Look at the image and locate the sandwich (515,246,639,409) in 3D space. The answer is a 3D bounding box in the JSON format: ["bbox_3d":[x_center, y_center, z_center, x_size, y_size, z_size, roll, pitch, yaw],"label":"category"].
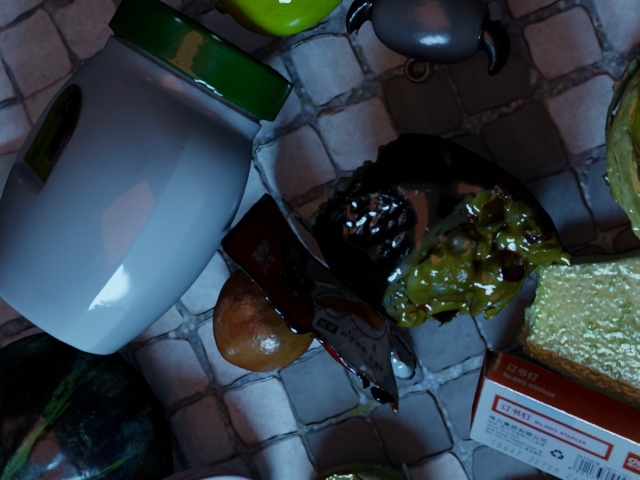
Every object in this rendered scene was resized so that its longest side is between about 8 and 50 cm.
[{"bbox_3d":[0.287,0.110,1.610,0.162,0.058,0.193,-5,99,21],"label":"sandwich"}]

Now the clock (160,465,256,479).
[{"bbox_3d":[-0.159,0.361,1.714,0.056,0.244,0.244,46,113,39],"label":"clock"}]

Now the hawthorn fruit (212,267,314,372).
[{"bbox_3d":[-0.068,0.089,1.695,0.128,0.128,0.128,3,100,18],"label":"hawthorn fruit"}]

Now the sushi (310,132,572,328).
[{"bbox_3d":[0.129,-0.003,1.550,0.213,0.200,0.204,-48,68,18],"label":"sushi"}]

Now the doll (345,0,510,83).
[{"bbox_3d":[0.133,-0.290,1.562,0.182,0.117,0.257,17,103,18],"label":"doll"}]

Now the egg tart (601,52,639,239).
[{"bbox_3d":[0.422,-0.093,1.514,0.279,0.095,0.279,2,96,22],"label":"egg tart"}]

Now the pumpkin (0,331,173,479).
[{"bbox_3d":[-0.329,0.267,1.746,0.315,0.238,0.315,4,105,16],"label":"pumpkin"}]

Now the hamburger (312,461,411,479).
[{"bbox_3d":[0.055,0.329,1.700,0.177,0.113,0.185,32,99,17],"label":"hamburger"}]

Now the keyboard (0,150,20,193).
[{"bbox_3d":[-0.355,-0.027,1.822,0.055,0.017,0.166,-9,96,24],"label":"keyboard"}]

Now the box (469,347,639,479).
[{"bbox_3d":[0.269,0.205,1.602,0.229,0.050,0.123,22,141,14],"label":"box"}]

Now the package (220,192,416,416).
[{"bbox_3d":[0.003,0.074,1.634,0.269,0.194,0.071,42,104,-4],"label":"package"}]

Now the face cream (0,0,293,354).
[{"bbox_3d":[-0.204,-0.070,1.624,0.219,0.312,0.357,30,93,-28],"label":"face cream"}]

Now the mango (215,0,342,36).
[{"bbox_3d":[-0.033,-0.352,1.589,0.185,0.149,0.273,8,88,42],"label":"mango"}]

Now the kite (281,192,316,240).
[{"bbox_3d":[0.000,0.000,1.663,0.011,0.139,0.157,-44,124,-4],"label":"kite"}]
